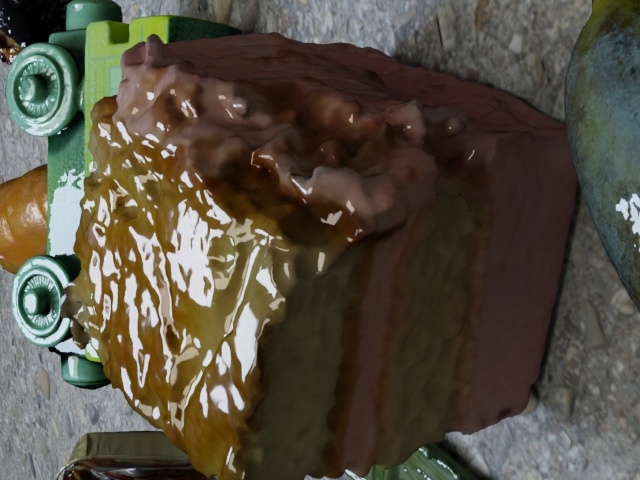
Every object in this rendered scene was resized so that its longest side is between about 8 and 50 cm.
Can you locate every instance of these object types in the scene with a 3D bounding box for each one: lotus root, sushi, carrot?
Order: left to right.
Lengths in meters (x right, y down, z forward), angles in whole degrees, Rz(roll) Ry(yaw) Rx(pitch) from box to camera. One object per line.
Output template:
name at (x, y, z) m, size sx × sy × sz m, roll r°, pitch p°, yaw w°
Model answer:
sushi at (-0.406, -0.313, 1.494) m, size 0.172 × 0.153 × 0.150 m, roll 12°, pitch 129°, yaw 32°
carrot at (-0.370, -0.041, 1.517) m, size 0.225 × 0.159 × 0.159 m, roll -18°, pitch 84°, yaw 48°
lotus root at (0.220, -0.046, 0.616) m, size 0.140 × 0.158 × 0.322 m, roll -54°, pitch 48°, yaw 48°

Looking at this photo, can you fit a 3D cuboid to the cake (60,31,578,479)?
cake at (0.000, 0.000, 0.827) m, size 0.314 × 0.306 × 0.293 m, roll 38°, pitch 125°, yaw 46°

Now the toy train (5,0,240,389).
toy train at (-0.202, -0.050, 1.169) m, size 0.272 × 0.179 × 0.442 m, roll 3°, pitch 94°, yaw 31°

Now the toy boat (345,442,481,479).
toy boat at (0.078, 0.217, 0.991) m, size 0.293 × 0.055 × 0.093 m, roll 28°, pitch 122°, yaw 49°

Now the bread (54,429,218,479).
bread at (-0.215, 0.320, 1.305) m, size 0.212 × 0.224 × 0.142 m, roll -118°, pitch 33°, yaw -62°
